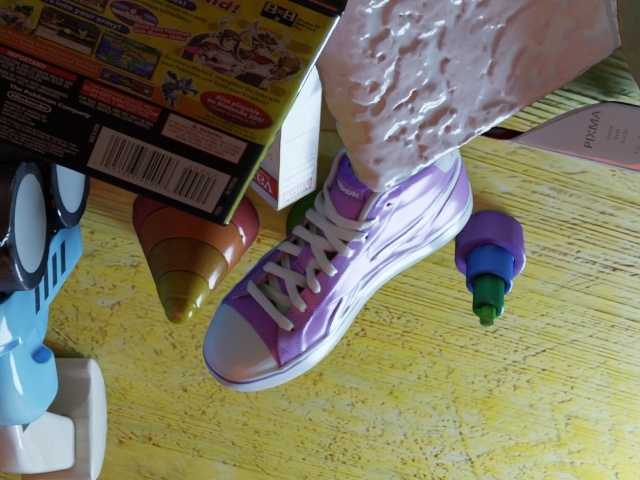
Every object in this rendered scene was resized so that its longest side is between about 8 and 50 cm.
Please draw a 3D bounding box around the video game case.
[{"bbox_3d":[-0.149,-0.135,1.111,0.275,0.035,0.248,21,141,-10],"label":"video game case"}]

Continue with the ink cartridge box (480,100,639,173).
[{"bbox_3d":[0.199,-0.095,1.316,0.225,0.181,0.056,16,98,9],"label":"ink cartridge box"}]

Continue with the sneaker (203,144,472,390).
[{"bbox_3d":[0.000,-0.001,1.386,0.282,0.102,0.161,-43,155,-8],"label":"sneaker"}]

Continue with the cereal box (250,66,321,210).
[{"bbox_3d":[-0.066,-0.159,1.273,0.047,0.173,0.240,-31,149,-26],"label":"cereal box"}]

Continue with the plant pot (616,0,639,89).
[{"bbox_3d":[0.329,-0.244,0.914,0.341,0.334,0.341,3,137,3],"label":"plant pot"}]

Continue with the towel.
[{"bbox_3d":[0.123,-0.221,1.124,0.317,0.053,0.332,-29,135,-9],"label":"towel"}]

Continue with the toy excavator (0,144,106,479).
[{"bbox_3d":[-0.310,0.094,1.512,0.222,0.433,0.445,0,111,7],"label":"toy excavator"}]

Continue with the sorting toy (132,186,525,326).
[{"bbox_3d":[0.002,0.032,1.503,0.366,0.126,0.127,4,139,4],"label":"sorting toy"}]
